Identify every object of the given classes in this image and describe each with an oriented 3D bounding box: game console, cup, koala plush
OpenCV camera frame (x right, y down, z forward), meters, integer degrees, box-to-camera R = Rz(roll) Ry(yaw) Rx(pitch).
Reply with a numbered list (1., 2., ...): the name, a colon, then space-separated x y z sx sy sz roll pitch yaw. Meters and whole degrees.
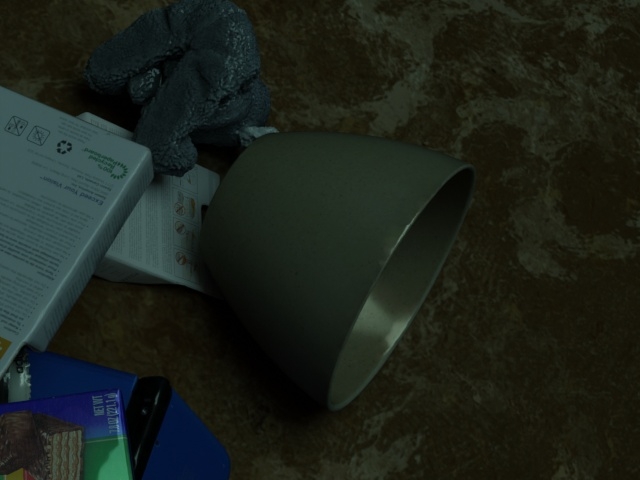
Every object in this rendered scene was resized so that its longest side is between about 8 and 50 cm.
1. game console: -0.256 0.292 1.874 0.250 0.173 0.293 55 41 -40
2. cup: 0.000 0.000 2.046 0.237 0.331 0.331 31 48 14
3. koala plush: -0.129 -0.178 2.109 0.196 0.203 0.221 55 11 28

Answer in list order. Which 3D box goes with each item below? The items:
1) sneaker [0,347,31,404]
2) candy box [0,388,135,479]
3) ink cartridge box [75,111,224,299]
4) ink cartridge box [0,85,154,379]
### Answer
1. sneaker: -0.398 0.063 1.849 0.146 0.102 0.293 -6 61 -17
2. candy box: -0.331 0.300 1.678 0.317 0.122 0.268 -8 69 -6
3. ink cartridge box: -0.213 -0.031 2.071 0.225 0.056 0.181 26 52 -45
4. ink cartridge box: -0.391 -0.018 1.809 0.324 0.071 0.330 24 64 13
